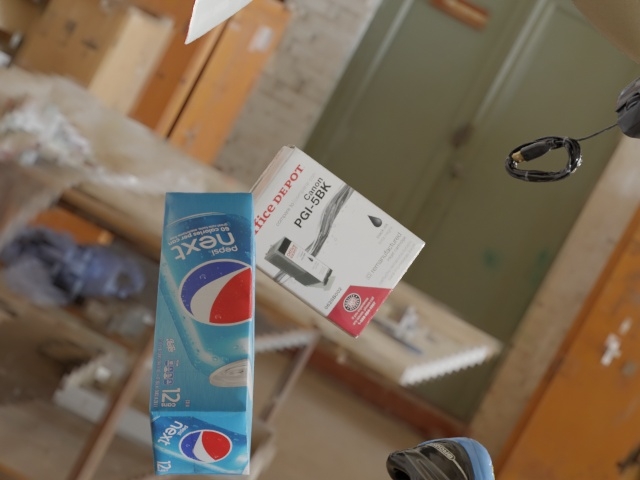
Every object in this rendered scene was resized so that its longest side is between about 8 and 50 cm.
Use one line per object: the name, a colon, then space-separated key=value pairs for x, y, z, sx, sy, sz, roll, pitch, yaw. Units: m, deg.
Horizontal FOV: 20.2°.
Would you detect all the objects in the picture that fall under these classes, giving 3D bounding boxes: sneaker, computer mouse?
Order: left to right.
sneaker: x=0.067 y=0.203 z=1.052 sx=0.078 sy=0.188 sz=0.067 roll=-2 pitch=-35 yaw=1
computer mouse: x=0.277 y=-0.118 z=1.738 sx=0.041 sy=0.242 sz=0.071 roll=27 pitch=45 yaw=-46

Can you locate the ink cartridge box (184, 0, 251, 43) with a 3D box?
ink cartridge box: x=-0.077 y=-0.373 z=1.419 sx=0.091 sy=0.385 sz=0.308 roll=12 pitch=19 yaw=8

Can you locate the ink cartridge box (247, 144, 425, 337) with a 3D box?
ink cartridge box: x=0.000 y=0.000 z=1.460 sx=0.135 sy=0.099 sz=0.056 roll=36 pitch=-1 yaw=-10

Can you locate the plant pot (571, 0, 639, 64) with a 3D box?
plant pot: x=0.409 y=-0.278 z=1.933 sx=0.191 sy=0.284 sz=0.284 roll=64 pitch=-1 yaw=-13

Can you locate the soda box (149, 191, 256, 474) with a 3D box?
soda box: x=-0.080 y=0.062 z=1.266 sx=0.067 sy=0.071 sz=0.210 roll=0 pitch=45 yaw=-1
